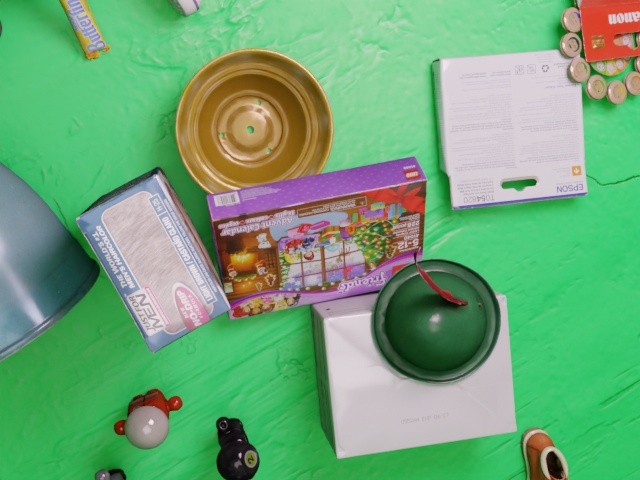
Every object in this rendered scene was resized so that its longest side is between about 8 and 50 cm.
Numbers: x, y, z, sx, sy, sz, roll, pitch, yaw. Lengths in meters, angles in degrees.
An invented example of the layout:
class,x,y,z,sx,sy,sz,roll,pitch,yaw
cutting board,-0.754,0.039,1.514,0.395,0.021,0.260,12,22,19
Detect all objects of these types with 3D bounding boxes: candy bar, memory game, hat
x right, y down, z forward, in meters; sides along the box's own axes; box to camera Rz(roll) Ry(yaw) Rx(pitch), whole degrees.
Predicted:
class,x,y,z,sx,sy,sz,roll,pitch,yaw
candy bar,-0.322,-0.305,1.192,0.040,0.018,0.161,-30,145,-12
memory game,0.434,-0.295,1.341,0.186,0.012,0.186,1,88,-25
hat,0.161,0.114,1.134,0.209,0.183,0.172,21,92,-11

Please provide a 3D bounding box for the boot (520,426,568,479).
class,x,y,z,sx,sy,sz,roll,pitch,yaw
boot,0.358,0.378,1.396,0.059,0.084,0.157,-18,101,-8

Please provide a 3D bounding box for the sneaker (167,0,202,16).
class,x,y,z,sx,sy,sz,roll,pitch,yaw
sneaker,-0.186,-0.455,1.204,0.161,0.102,0.282,-24,100,-9

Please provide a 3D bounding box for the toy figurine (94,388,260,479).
class,x,y,z,sx,sy,sz,roll,pitch,yaw
toy figurine,-0.206,0.333,1.266,0.213,0.148,0.209,25,92,-12

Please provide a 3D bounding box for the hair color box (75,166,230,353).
class,x,y,z,sx,sy,sz,roll,pitch,yaw
hair color box,-0.206,0.008,1.127,0.105,0.347,0.173,-29,101,-5

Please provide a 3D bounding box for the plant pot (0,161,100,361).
class,x,y,z,sx,sy,sz,roll,pitch,yaw
plant pot,-0.459,0.003,1.105,0.272,0.271,0.255,-31,110,-5

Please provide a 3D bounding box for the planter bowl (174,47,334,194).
class,x,y,z,sx,sy,sz,roll,pitch,yaw
planter bowl,-0.095,-0.156,1.256,0.217,0.090,0.217,-1,97,-9

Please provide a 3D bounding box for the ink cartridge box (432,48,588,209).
class,x,y,z,sx,sy,sz,roll,pitch,yaw
ink cartridge box,0.283,-0.167,1.338,0.223,0.045,0.223,-6,96,-10

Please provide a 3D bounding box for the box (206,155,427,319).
class,x,y,z,sx,sy,sz,roll,pitch,yaw
box,0.000,0.000,1.254,0.293,0.057,0.200,-11,135,-8

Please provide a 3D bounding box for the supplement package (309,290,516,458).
class,x,y,z,sx,sy,sz,roll,pitch,yaw
supplement package,0.129,0.180,1.303,0.262,0.145,0.203,-7,97,-9

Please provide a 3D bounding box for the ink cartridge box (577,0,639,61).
class,x,y,z,sx,sy,sz,roll,pitch,yaw
ink cartridge box,0.462,-0.392,1.314,0.189,0.066,0.232,-11,90,-21

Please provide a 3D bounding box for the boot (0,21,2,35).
class,x,y,z,sx,sy,sz,roll,pitch,yaw
boot,-0.493,-0.215,1.114,0.091,0.229,0.262,28,91,-11
